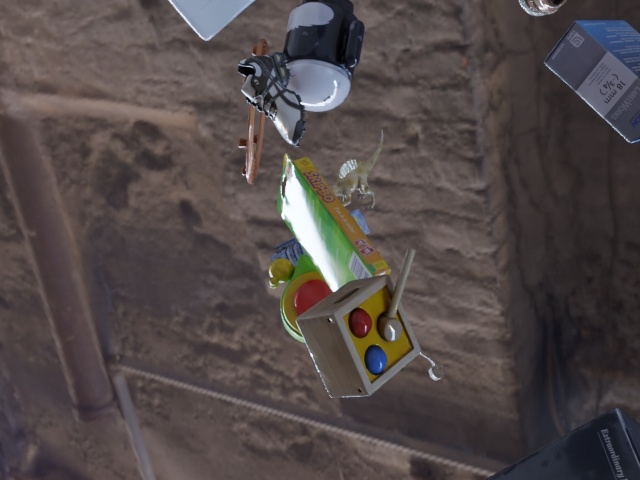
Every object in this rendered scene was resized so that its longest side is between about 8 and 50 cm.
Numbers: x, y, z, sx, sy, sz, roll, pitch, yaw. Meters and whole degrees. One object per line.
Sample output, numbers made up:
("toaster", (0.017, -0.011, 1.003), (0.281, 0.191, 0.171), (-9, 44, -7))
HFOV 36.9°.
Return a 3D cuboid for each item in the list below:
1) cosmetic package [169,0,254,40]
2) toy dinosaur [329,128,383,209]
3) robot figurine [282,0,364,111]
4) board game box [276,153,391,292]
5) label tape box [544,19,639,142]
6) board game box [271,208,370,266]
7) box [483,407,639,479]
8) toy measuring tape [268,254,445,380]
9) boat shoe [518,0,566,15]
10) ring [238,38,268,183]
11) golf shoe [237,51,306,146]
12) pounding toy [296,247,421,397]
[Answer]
("cosmetic package", (-0.224, -0.615, 1.560), (0.329, 0.394, 0.327), (-40, -139, 3))
("toy dinosaur", (0.063, -0.101, 1.597), (0.183, 0.093, 0.053), (-38, -142, -22))
("robot figurine", (0.001, -0.433, 2.204), (0.173, 0.209, 0.278), (10, -106, -3))
("board game box", (0.012, -0.006, 1.393), (0.039, 0.124, 0.259), (-20, -125, -27))
("label tape box", (0.605, -0.265, 1.768), (0.240, 0.106, 0.334), (-16, -122, -49))
("board game box", (0.000, 0.000, 1.989), (0.194, 0.060, 0.194), (-26, 178, 8))
("box", (0.362, 0.486, 1.394), (0.395, 0.212, 0.294), (-36, -142, 25))
("toy measuring tape", (0.040, 0.148, 1.540), (0.330, 0.121, 0.121), (38, -130, 9))
("boat shoe", (0.500, -0.617, 1.949), (0.123, 0.325, 0.116), (6, -168, -17))
("ring", (-0.155, -0.298, 2.222), (0.032, 0.337, 0.337), (6, -147, 0))
("golf shoe", (-0.085, -0.234, 1.622), (0.093, 0.077, 0.198), (-5, -127, -23))
("pounding toy", (0.063, 0.100, 1.177), (0.100, 0.130, 0.141), (-13, -165, 48))
